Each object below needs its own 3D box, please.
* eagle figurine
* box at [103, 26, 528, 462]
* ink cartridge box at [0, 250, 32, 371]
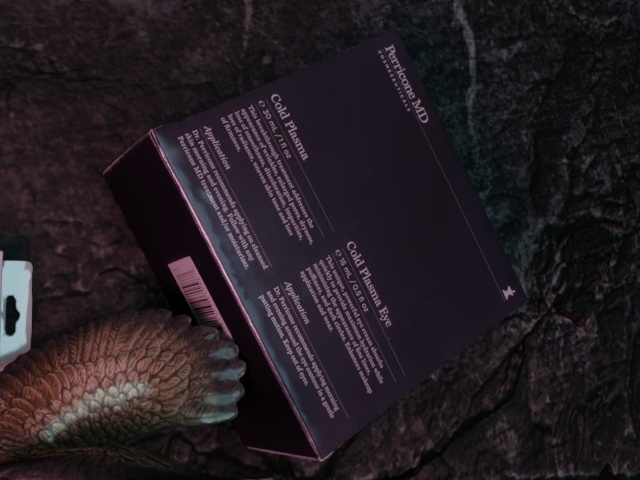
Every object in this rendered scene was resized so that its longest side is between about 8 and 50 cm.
[{"bbox_3d":[-0.206,0.180,0.640,0.298,0.225,0.226,-38,69,6],"label":"eagle figurine"},{"bbox_3d":[0.000,0.000,0.849,0.312,0.179,0.343,-29,96,-30],"label":"box"},{"bbox_3d":[-0.349,0.064,0.696,0.198,0.067,0.116,3,81,-35],"label":"ink cartridge box"}]
